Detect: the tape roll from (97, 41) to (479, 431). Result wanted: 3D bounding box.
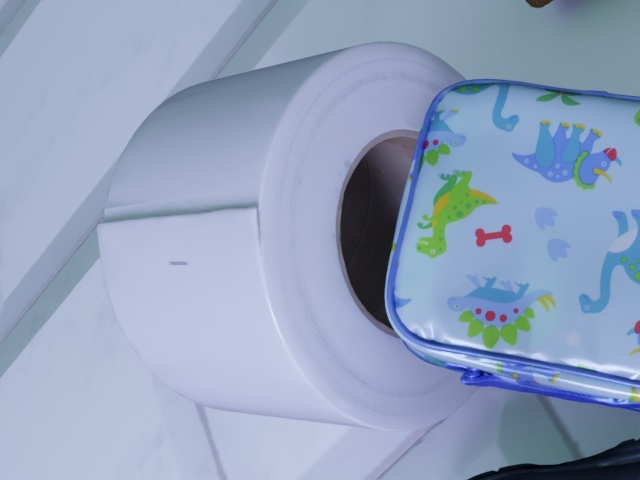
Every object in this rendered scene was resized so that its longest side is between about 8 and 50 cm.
[{"bbox_3d":[0.000,0.000,0.764,0.169,0.246,0.246,-3,70,47],"label":"tape roll"}]

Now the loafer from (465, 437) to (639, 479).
[{"bbox_3d":[0.146,0.168,0.648,0.223,0.076,0.078,-23,48,35],"label":"loafer"}]

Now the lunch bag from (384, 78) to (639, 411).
[{"bbox_3d":[0.151,0.007,0.645,0.218,0.090,0.176,9,77,15],"label":"lunch bag"}]

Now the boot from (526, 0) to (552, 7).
[{"bbox_3d":[0.206,-0.321,0.819,0.220,0.109,0.284,-35,56,38],"label":"boot"}]
